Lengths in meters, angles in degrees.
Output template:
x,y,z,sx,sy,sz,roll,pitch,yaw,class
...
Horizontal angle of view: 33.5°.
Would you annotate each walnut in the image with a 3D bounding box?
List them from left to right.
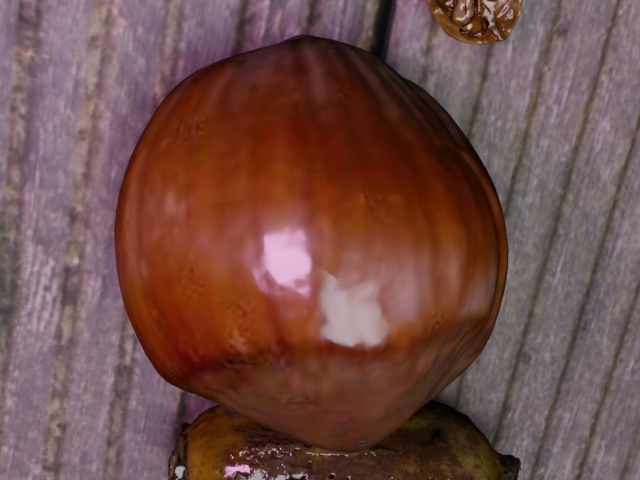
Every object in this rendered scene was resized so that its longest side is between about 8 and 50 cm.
x,y,z,sx,sy,sz,roll,pitch,yaw,class
0.137,-0.241,1.003,0.091,0.052,0.121,-38,119,2,walnut

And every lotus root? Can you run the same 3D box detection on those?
x,y,z,sx,sy,sz,roll,pitch,yaw,class
0.034,0.257,1.136,0.398,0.179,0.196,6,128,-13,lotus root

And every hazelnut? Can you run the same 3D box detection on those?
x,y,z,sx,sy,sz,roll,pitch,yaw,class
0.000,0.000,0.949,0.372,0.315,0.372,4,82,-30,hazelnut
